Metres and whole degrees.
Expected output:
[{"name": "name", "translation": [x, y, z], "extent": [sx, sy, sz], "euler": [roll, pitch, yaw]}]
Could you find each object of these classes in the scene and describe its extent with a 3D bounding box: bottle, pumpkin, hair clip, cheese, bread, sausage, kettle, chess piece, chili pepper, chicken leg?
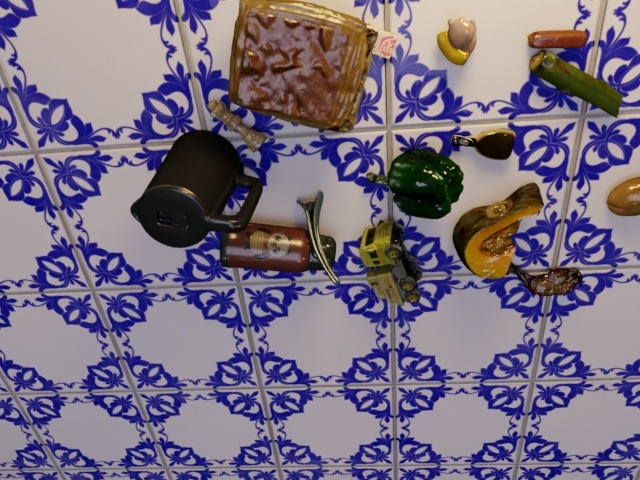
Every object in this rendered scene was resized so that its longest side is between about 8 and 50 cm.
[{"name": "bottle", "translation": [-0.121, 0.022, 1.565], "extent": [0.335, 0.144, 0.144], "euler": [5, 124, -3]}, {"name": "pumpkin", "translation": [0.521, -0.013, 1.502], "extent": [0.280, 0.139, 0.190], "euler": [-27, 114, 22]}, {"name": "hair clip", "translation": [0.000, 0.000, 1.493], "extent": [0.083, 0.276, 0.048], "euler": [-18, 164, 12]}, {"name": "cheese", "translation": [0.429, -0.258, 1.406], "extent": [0.162, 0.036, 0.086], "euler": [4, 126, 0]}, {"name": "bread", "translation": [0.889, -0.123, 1.449], "extent": [0.189, 0.077, 0.114], "euler": [-18, 117, 17]}, {"name": "sausage", "translation": [0.558, -0.477, 1.252], "extent": [0.131, 0.039, 0.041], "euler": [1, 131, 4]}, {"name": "kettle", "translation": [-0.311, -0.118, 1.377], "extent": [0.262, 0.308, 0.203], "euler": [33, 120, -17]}, {"name": "chess piece", "translation": [-0.225, -0.308, 1.398], "extent": [0.172, 0.060, 0.060], "euler": [40, 117, -18]}, {"name": "chili pepper", "translation": [0.248, -0.162, 1.411], "extent": [0.165, 0.261, 0.174], "euler": [-51, 133, -13]}, {"name": "chicken leg", "translation": [0.681, 0.120, 1.635], "extent": [0.253, 0.051, 0.106], "euler": [7, 117, -1]}, {"name": "bread", "translation": [-0.048, -0.423, 1.247], "extent": [0.324, 0.167, 0.278], "euler": [7, 123, -12]}]

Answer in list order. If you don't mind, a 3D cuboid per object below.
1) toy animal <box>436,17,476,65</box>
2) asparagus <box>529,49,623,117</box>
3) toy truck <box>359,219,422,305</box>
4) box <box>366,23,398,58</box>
[{"name": "toy animal", "translation": [0.329, -0.481, 1.247], "extent": [0.091, 0.082, 0.114], "euler": [37, 149, 30]}, {"name": "asparagus", "translation": [0.639, -0.383, 1.298], "extent": [0.277, 0.060, 0.067], "euler": [21, 112, -11]}, {"name": "toy truck", "translation": [0.204, 0.079, 1.594], "extent": [0.157, 0.124, 0.272], "euler": [-12, 126, 23]}, {"name": "box", "translation": [0.135, -0.484, 1.285], "extent": [0.092, 0.015, 0.058], "euler": [17, 121, -7]}]
